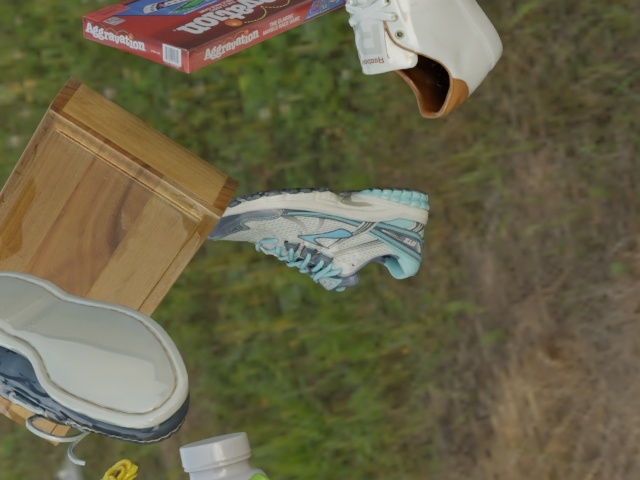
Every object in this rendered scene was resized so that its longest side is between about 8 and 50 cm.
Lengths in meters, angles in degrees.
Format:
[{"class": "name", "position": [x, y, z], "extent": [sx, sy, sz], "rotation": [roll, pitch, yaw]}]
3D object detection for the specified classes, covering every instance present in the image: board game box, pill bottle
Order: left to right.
[{"class": "board game box", "position": [-0.095, -0.243, 1.728], "extent": [0.145, 0.281, 0.027], "rotation": [22, 125, 32]}, {"class": "pill bottle", "position": [-0.105, 0.319, 1.936], "extent": [0.108, 0.108, 0.180], "rotation": [-15, 87, 58]}]

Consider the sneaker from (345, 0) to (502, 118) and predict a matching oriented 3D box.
[{"class": "sneaker", "position": [0.063, -0.235, 1.580], "extent": [0.106, 0.123, 0.290], "rotation": [-1, 137, 53]}]

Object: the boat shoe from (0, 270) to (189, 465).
[{"class": "boat shoe", "position": [-0.177, 0.095, 1.176], "extent": [0.254, 0.095, 0.079], "rotation": [17, 132, 40]}]

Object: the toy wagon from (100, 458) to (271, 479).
[{"class": "toy wagon", "position": [-0.125, 0.348, 1.610], "extent": [0.068, 0.267, 0.344], "rotation": [27, 154, 46]}]

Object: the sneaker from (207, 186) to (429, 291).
[{"class": "sneaker", "position": [0.000, 0.000, 1.955], "extent": [0.110, 0.283, 0.122], "rotation": [171, 97, -71]}]

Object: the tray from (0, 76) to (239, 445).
[{"class": "tray", "position": [-0.276, 0.036, 1.791], "extent": [0.203, 0.076, 0.411], "rotation": [32, 126, -7]}]
